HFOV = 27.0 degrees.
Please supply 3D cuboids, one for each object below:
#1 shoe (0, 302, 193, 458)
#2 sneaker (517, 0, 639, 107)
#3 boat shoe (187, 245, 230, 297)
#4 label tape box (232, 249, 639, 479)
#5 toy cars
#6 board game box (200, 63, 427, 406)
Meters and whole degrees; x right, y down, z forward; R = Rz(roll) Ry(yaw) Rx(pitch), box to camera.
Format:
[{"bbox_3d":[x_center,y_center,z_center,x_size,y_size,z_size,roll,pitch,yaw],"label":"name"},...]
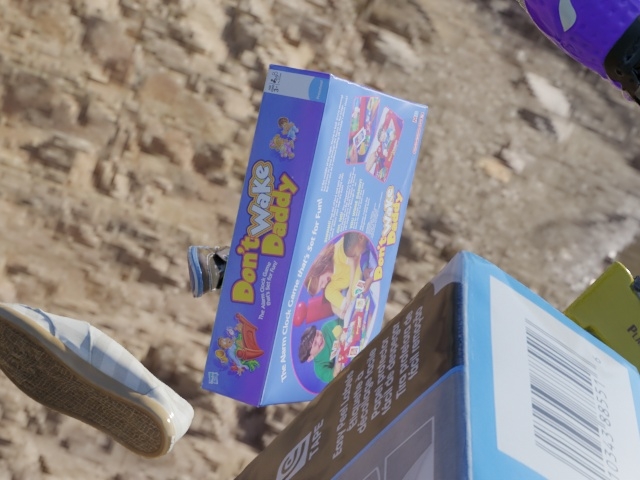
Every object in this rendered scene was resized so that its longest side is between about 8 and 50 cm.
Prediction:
[{"bbox_3d":[-0.210,0.118,1.184,0.219,0.076,0.058,31,37,14],"label":"shoe"},{"bbox_3d":[0.263,-0.129,0.960,0.293,0.102,0.146,23,27,-44],"label":"sneaker"},{"bbox_3d":[-0.141,0.033,1.792,0.066,0.066,0.183,-5,10,0],"label":"boat shoe"},{"bbox_3d":[-0.012,0.198,0.522,0.106,0.333,0.240,34,28,-15],"label":"label tape box"},{"bbox_3d":[0.426,0.124,1.410,0.394,0.176,0.087,7,2,-12],"label":"toy cars"},{"bbox_3d":[0.000,0.000,1.456,0.078,0.347,0.233,14,3,30],"label":"board game box"}]
